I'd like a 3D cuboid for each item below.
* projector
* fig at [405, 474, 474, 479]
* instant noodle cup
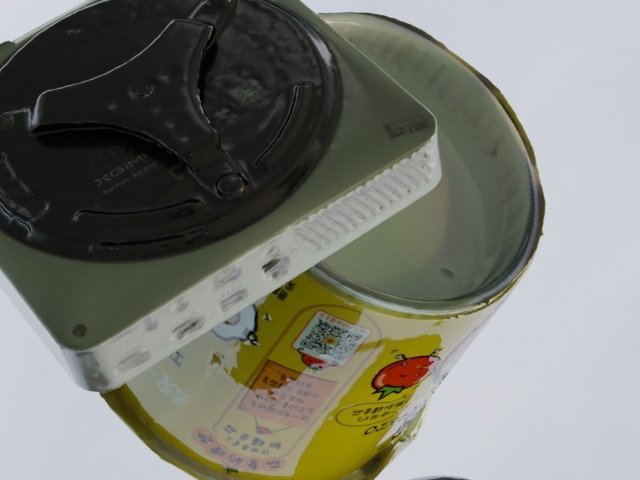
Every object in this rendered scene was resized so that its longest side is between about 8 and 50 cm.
[{"bbox_3d":[-0.099,-0.064,0.965,0.257,0.079,0.259,-32,-128,-17],"label":"projector"},{"bbox_3d":[0.105,0.304,1.228,0.203,0.186,0.249,19,-156,-17],"label":"fig"},{"bbox_3d":[0.000,0.000,1.179,0.325,0.254,0.326,14,-125,-21],"label":"instant noodle cup"}]
